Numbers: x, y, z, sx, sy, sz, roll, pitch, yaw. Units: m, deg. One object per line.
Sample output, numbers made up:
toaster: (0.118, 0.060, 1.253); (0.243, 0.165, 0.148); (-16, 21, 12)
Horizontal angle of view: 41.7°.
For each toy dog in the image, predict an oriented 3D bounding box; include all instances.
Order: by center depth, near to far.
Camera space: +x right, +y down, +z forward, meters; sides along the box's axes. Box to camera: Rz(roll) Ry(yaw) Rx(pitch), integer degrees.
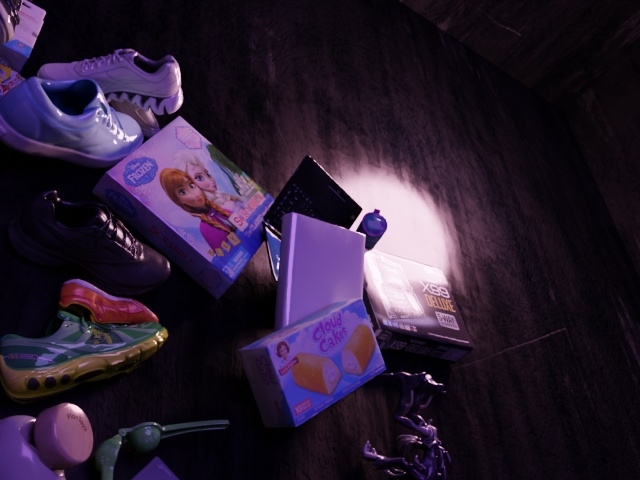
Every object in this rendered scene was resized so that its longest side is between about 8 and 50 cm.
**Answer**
toy dog: (-0.376, 0.341, 1.021); (0.161, 0.220, 0.333); (37, 16, -54)

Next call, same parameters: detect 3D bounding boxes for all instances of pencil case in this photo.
pencil case: (0.108, -0.012, 1.968); (0.065, 0.151, 0.070); (21, 65, -4)

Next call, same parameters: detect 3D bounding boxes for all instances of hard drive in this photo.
hard drive: (-0.253, 0.393, 1.239); (0.094, 0.022, 0.135); (46, 32, 3)
hard drive: (0.000, 0.117, 1.681); (0.203, 0.040, 0.307); (17, 69, -38)

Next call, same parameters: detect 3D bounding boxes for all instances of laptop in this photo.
laptop: (0.000, 0.000, 1.781); (0.137, 0.264, 0.234); (27, -10, 44)

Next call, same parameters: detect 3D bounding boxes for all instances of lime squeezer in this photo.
lime squeezer: (-0.263, 0.316, 1.254); (0.110, 0.058, 0.310); (18, 26, 23)

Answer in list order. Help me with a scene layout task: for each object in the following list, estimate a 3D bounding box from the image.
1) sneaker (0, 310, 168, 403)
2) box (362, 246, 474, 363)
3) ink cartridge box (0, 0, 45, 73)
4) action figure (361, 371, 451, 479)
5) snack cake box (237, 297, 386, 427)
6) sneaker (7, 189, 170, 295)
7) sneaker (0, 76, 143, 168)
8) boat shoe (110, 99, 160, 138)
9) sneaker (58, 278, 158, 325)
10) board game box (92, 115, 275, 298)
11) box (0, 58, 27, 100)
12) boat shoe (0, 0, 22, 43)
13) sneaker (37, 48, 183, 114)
sneaker: (-0.360, 0.157, 1.303); (0.296, 0.109, 0.123); (-8, 64, -51)
box: (0.192, 0.148, 1.947); (0.307, 0.076, 0.242); (16, 42, -36)
ink cartridge box: (-0.628, -0.422, 1.694); (0.104, 0.060, 0.180); (27, 37, -24)
action figure: (0.172, 0.393, 1.606); (0.164, 0.141, 0.275); (15, 70, -53)
snack cake box: (-0.010, 0.221, 1.554); (0.264, 0.089, 0.152); (-23, 96, -45)
sneaker: (-0.376, 0.005, 1.437); (0.286, 0.130, 0.109); (21, 37, -34)
sneaker: (-0.435, -0.229, 1.581); (0.135, 0.150, 0.366); (59, 24, 10)
boat shoe: (-0.403, -0.301, 1.804); (0.184, 0.063, 0.066); (52, 33, 11)
sneaker: (-0.356, 0.123, 1.406); (0.175, 0.064, 0.067); (21, 59, -24)
board game box: (-0.253, -0.079, 1.720); (0.318, 0.066, 0.318); (41, 33, -6)
box: (-0.635, -0.264, 1.527); (0.159, 0.044, 0.233); (40, 33, -8)
boat shoe: (-0.630, -0.533, 1.602); (0.500, 0.156, 0.186); (-125, -165, -47)
sneaker: (-0.425, -0.339, 1.709); (0.292, 0.118, 0.110); (4, 46, -8)
